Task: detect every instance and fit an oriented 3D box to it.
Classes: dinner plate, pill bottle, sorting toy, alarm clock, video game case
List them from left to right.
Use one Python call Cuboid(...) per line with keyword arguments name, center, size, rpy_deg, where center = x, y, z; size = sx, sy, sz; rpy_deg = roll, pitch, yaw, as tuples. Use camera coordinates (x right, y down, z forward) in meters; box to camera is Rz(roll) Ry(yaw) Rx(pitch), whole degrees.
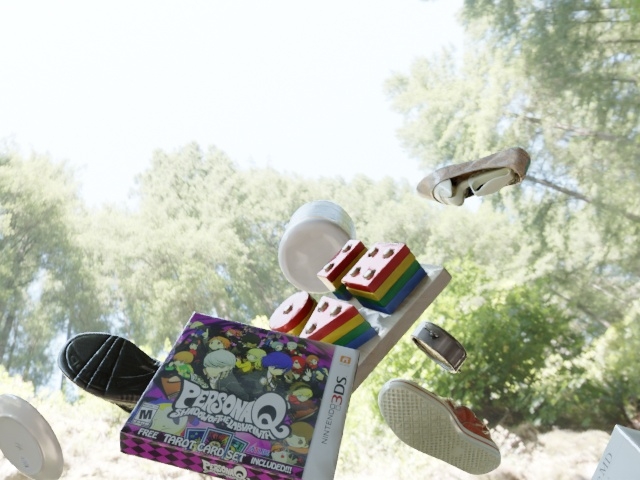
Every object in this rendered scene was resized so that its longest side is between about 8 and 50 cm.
Cuboid(name="dinner plate", center=(-0.403, 0.273, 0.771), size=(0.017, 0.141, 0.141), rpy_deg=(-37, -51, -57))
Cuboid(name="video game case", center=(-0.080, 0.185, 0.674), size=(0.231, 0.210, 0.042), rpy_deg=(13, -58, 6))
Cuboid(name="pill bottle", center=(0.000, 0.000, 1.277), size=(0.162, 0.278, 0.162), rpy_deg=(1, -75, 3))
Cuboid(name="sorting toy", center=(0.035, 0.106, 0.915), size=(0.255, 0.257, 0.089), rpy_deg=(-46, -72, -15))
Cuboid(name="alarm clock", center=(0.264, 0.229, 1.282), size=(0.064, 0.129, 0.192), rpy_deg=(-50, -34, -8))

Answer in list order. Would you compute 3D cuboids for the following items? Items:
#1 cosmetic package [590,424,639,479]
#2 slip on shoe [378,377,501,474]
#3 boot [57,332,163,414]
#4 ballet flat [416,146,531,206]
Cuboid(name="cosmetic package", center=(0.588, 0.510, 0.867), size=(0.161, 0.453, 0.230), rpy_deg=(17, -80, -3))
Cuboid(name="slip on shoe", center=(0.236, 0.361, 1.144), size=(0.331, 0.101, 0.123), rpy_deg=(36, -64, -25))
Cuboid(name="boot", center=(-0.393, 0.361, 1.302), size=(0.376, 0.138, 0.284), rpy_deg=(15, -38, 7))
Cuboid(name="ballet flat", center=(0.377, -0.147, 1.459), size=(0.107, 0.315, 0.106), rpy_deg=(41, -135, -30))
